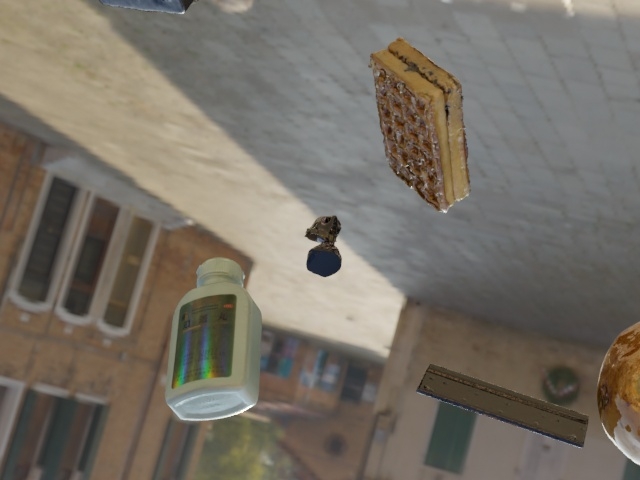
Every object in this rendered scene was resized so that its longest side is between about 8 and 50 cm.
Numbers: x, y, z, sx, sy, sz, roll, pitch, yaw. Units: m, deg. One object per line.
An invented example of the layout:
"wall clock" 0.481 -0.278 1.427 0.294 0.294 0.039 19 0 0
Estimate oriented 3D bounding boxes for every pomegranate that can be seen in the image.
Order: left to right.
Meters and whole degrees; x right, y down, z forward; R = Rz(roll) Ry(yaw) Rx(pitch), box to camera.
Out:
"pomegranate" 0.518 0.228 1.684 0.248 0.248 0.248 15 172 2

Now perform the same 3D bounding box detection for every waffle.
"waffle" 0.201 -0.224 2.317 0.213 0.091 0.308 46 159 41

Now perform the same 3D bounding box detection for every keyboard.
"keyboard" 0.331 0.296 2.104 0.309 0.018 0.101 17 -151 11

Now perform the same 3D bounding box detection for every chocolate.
"chocolate" 0.003 -0.001 2.001 0.072 0.147 0.070 -23 125 9

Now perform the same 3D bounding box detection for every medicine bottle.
"medicine bottle" -0.143 0.130 1.599 0.121 0.229 0.083 -14 137 16

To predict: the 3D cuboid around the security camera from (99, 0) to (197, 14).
"security camera" -0.251 -0.482 1.640 0.197 0.191 0.277 13 145 30
